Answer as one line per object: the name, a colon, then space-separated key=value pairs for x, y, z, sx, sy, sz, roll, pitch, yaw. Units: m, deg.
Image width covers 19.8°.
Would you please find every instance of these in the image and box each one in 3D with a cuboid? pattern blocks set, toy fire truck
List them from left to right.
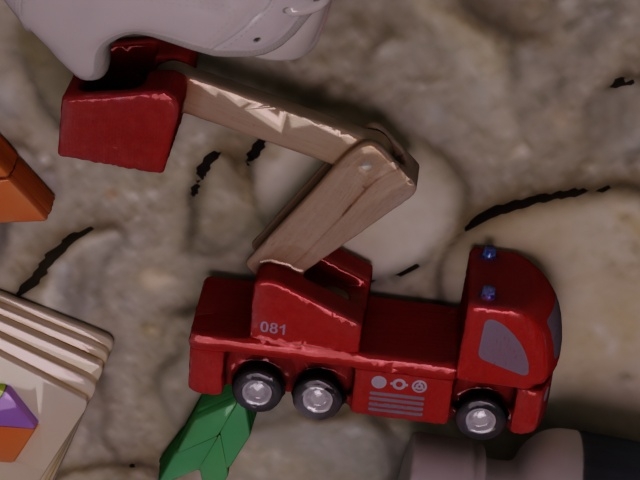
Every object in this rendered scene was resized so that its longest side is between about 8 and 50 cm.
pattern blocks set: x=-0.193 y=0.064 z=0.767 sx=0.324 sy=0.026 sz=0.285 roll=15 pitch=124 yaw=-3
toy fire truck: x=0.000 y=0.000 z=0.688 sx=0.192 sy=0.047 sz=0.135 roll=7 pitch=122 yaw=2

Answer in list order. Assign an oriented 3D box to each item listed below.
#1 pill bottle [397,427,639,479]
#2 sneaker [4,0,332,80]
pill bottle: x=0.117 y=0.132 z=0.722 sx=0.180 sy=0.108 sz=0.108 roll=11 pitch=124 yaw=0
sneaker: x=-0.009 y=-0.118 z=0.599 sx=0.232 sy=0.090 sz=0.115 roll=-14 pitch=127 yaw=26
